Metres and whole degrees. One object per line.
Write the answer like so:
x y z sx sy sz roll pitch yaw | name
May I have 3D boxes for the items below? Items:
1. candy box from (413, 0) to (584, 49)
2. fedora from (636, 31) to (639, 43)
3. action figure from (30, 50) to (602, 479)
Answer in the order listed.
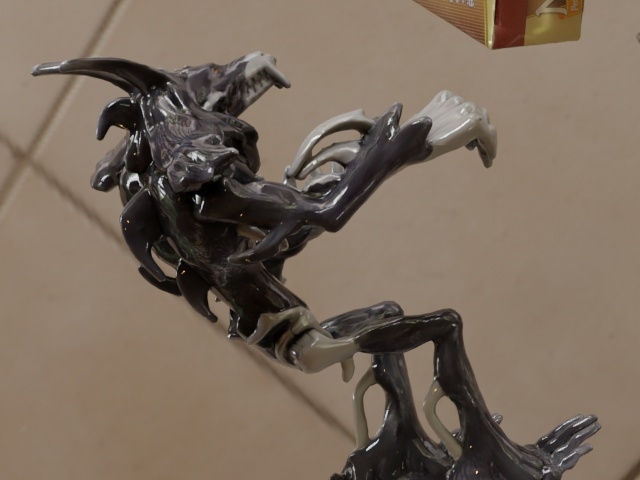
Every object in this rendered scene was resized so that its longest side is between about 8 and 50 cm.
0.108 -0.293 1.541 0.316 0.088 0.183 -137 43 -55 | candy box
0.383 -0.238 1.382 0.334 0.334 0.152 -11 96 29 | fedora
0.000 0.000 0.824 0.275 0.141 0.164 52 157 -17 | action figure
